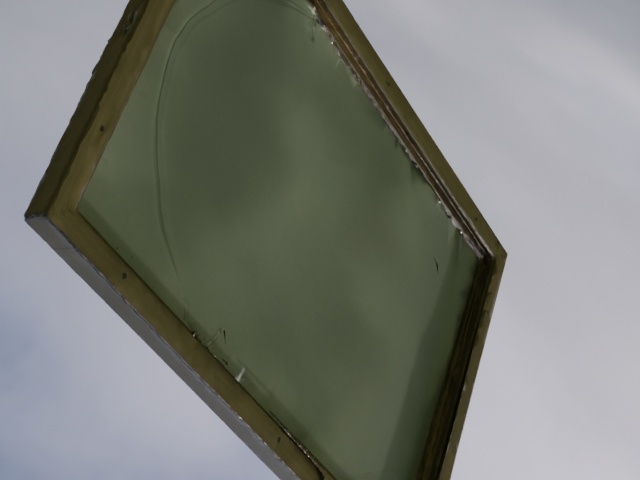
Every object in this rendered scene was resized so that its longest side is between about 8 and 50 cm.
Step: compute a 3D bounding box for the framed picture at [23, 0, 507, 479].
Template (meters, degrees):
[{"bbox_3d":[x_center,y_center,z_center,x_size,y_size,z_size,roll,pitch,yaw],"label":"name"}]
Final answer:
[{"bbox_3d":[0.000,0.000,0.432,0.010,0.136,0.201,-4,141,32],"label":"framed picture"}]
